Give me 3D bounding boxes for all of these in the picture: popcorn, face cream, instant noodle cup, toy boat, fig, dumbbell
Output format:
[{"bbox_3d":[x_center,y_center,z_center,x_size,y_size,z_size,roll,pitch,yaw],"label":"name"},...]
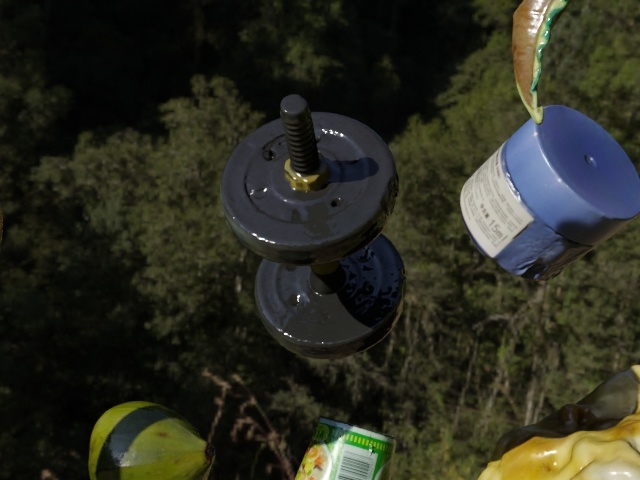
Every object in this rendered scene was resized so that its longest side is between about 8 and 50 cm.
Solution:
[{"bbox_3d":[0.344,0.350,0.947,0.353,0.391,0.344,17,7,27],"label":"popcorn"},{"bbox_3d":[0.406,-0.079,1.523,0.248,0.225,0.249,19,50,-24],"label":"face cream"},{"bbox_3d":[0.033,0.434,1.475,0.206,0.233,0.207,16,-11,3],"label":"instant noodle cup"},{"bbox_3d":[0.307,-0.295,1.085,0.099,0.293,0.108,30,-4,7],"label":"toy boat"},{"bbox_3d":[-0.277,0.368,1.454,0.225,0.203,0.203,-15,6,17],"label":"fig"},{"bbox_3d":[0.000,0.000,0.734,0.143,0.326,0.143,-4,53,6],"label":"dumbbell"}]

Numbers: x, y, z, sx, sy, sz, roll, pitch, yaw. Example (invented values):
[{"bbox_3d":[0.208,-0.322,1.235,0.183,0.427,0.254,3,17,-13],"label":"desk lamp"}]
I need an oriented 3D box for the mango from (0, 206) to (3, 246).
[{"bbox_3d":[-0.435,-0.009,1.043,0.090,0.115,0.178,8,-31,-5],"label":"mango"}]
